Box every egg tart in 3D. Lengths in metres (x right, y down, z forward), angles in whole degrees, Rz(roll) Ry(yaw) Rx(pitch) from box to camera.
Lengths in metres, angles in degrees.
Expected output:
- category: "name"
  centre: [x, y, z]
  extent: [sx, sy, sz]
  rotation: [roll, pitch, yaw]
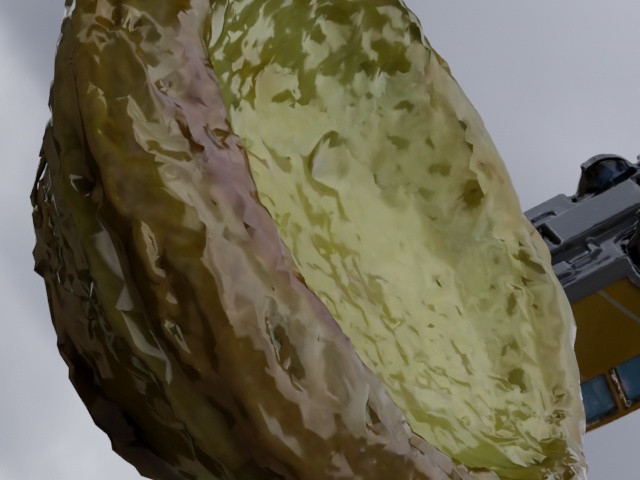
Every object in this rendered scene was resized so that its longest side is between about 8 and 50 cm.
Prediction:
- category: "egg tart"
  centre: [-0.013, 0.010, 0.739]
  extent: [0.123, 0.294, 0.294]
  rotation: [-28, -79, 24]

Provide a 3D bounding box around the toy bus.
- category: "toy bus"
  centre: [0.165, 0.044, 1.243]
  extent: [0.136, 0.210, 0.126]
  rotation: [64, -3, -23]
